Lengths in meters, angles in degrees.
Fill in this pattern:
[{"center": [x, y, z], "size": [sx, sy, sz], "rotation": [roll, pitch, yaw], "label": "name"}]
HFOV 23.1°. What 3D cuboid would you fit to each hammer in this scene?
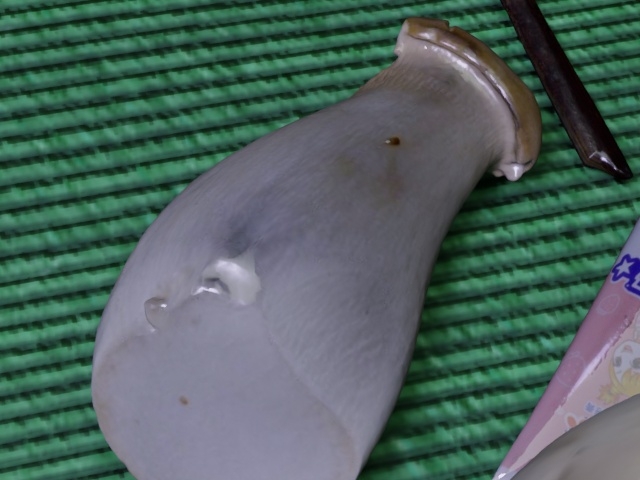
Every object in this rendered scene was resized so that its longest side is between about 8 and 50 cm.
[{"center": [0.091, -0.097, 0.709], "size": [0.065, 0.021, 0.178], "rotation": [-18, 68, -15], "label": "hammer"}]

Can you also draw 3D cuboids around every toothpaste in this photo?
[{"center": [0.135, 0.032, 0.634], "size": [0.067, 0.043, 0.194], "rotation": [26, 68, 6], "label": "toothpaste"}]

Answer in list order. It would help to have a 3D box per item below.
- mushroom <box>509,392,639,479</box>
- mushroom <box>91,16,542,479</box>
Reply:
[{"center": [0.180, 0.173, 0.394], "size": [0.353, 0.325, 0.353], "rotation": [-3, 61, 6], "label": "mushroom"}, {"center": [0.000, 0.000, 0.612], "size": [0.116, 0.093, 0.225], "rotation": [34, 53, -5], "label": "mushroom"}]
